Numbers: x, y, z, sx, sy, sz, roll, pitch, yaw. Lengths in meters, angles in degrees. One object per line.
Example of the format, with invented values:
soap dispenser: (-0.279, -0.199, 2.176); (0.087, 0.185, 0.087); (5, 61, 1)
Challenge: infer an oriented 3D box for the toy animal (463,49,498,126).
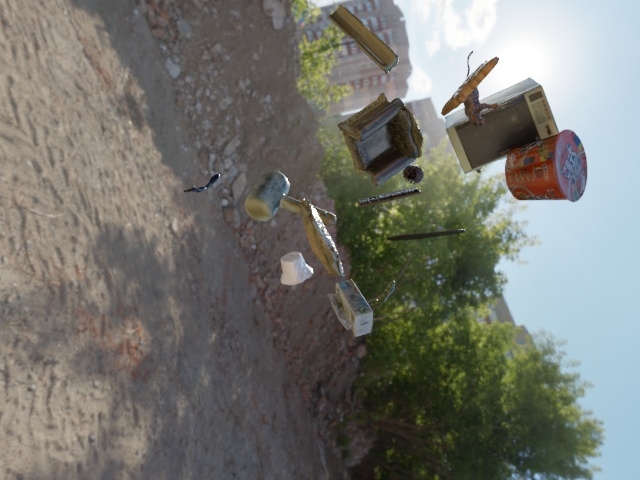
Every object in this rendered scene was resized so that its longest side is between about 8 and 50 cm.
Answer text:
toy animal: (0.540, -0.543, 1.647); (0.114, 0.116, 0.255); (22, -38, 52)

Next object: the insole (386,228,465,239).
insole: (0.441, -0.022, 1.944); (0.111, 0.327, 0.007); (30, 56, -70)

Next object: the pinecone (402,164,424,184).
pinecone: (0.358, -0.255, 1.787); (0.083, 0.077, 0.077); (15, -52, 41)

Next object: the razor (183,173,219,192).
razor: (-0.358, -0.173, 1.432); (0.154, 0.044, 0.028); (-46, 118, -55)

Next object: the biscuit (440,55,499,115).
biscuit: (0.413, -0.432, 1.308); (0.035, 0.162, 0.250); (40, -29, -1)

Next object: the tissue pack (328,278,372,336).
tissue pack: (0.135, 0.325, 2.189); (0.229, 0.145, 0.159); (-120, -159, -44)

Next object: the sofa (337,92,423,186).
sofa: (0.204, -0.318, 1.518); (0.182, 0.200, 0.258); (50, -9, 43)

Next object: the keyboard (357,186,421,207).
keyboard: (0.347, -0.223, 2.358); (0.106, 0.316, 0.027); (-97, 174, -72)

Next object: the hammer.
hammer: (-0.090, -0.117, 1.580); (0.113, 0.305, 0.202); (109, 5, -51)

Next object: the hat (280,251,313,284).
hat: (-0.146, 0.139, 2.495); (0.203, 0.203, 0.126); (-99, 171, -67)

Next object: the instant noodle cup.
instant noodle cup: (0.789, -0.247, 1.628); (0.192, 0.250, 0.251); (-4, -80, 53)

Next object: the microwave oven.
microwave oven: (0.767, -0.481, 1.984); (0.247, 0.394, 0.333); (61, 24, -16)

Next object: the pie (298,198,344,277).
pie: (0.000, 0.000, 1.316); (0.129, 0.068, 0.283); (-117, -177, -46)

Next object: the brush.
brush: (0.116, -0.545, 1.248); (0.282, 0.054, 0.048); (55, 11, 28)

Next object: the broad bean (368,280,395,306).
broad bean: (0.317, 0.279, 2.328); (0.061, 0.195, 0.046); (27, 28, -38)
